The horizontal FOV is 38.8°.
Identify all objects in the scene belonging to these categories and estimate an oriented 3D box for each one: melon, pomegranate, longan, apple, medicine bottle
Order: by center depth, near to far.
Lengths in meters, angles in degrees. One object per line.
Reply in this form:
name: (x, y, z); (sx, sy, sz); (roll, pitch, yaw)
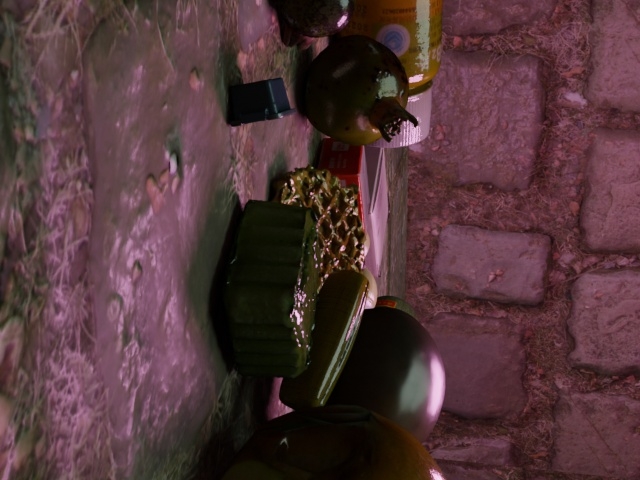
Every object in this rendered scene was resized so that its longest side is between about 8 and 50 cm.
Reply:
apple: (0.020, 0.402, 1.183); (0.384, 0.374, 0.374); (-64, 156, -78)
pomegranate: (-0.021, -0.366, 1.402); (0.125, 0.163, 0.138); (27, 42, -37)
longan: (0.078, 0.246, 1.484); (0.300, 0.243, 0.300); (18, 90, -77)
pomegranate: (0.065, -0.250, 1.608); (0.246, 0.198, 0.198); (-98, -178, -50)
medicine bottle: (0.141, -0.404, 1.901); (0.224, 0.224, 0.384); (-68, 160, -59)
melon: (0.164, 0.245, 2.354); (0.287, 0.182, 0.182); (-60, 152, -70)

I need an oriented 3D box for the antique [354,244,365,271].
antique: (0.014, 0.084, 1.669); (0.143, 0.121, 0.257); (76, 22, -58)

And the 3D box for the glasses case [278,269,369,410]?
glasses case: (0.009, 0.147, 1.359); (0.064, 0.079, 0.234); (53, 51, -45)

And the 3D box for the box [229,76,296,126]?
box: (-0.081, -0.187, 1.218); (0.099, 0.074, 0.054); (-46, 125, -74)

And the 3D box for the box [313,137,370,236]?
box: (0.043, -0.100, 1.824); (0.133, 0.099, 0.182); (-79, 166, -46)

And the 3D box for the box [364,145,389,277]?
box: (0.096, -0.066, 2.090); (0.251, 0.106, 0.203); (81, 17, -53)

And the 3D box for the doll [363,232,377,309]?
doll: (0.057, 0.073, 1.863); (0.117, 0.141, 0.296); (37, 44, -30)

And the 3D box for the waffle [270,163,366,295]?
waffle: (-0.002, 0.000, 1.510); (0.245, 0.052, 0.254); (-1, 85, -53)

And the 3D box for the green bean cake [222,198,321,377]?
green bean cake: (-0.062, 0.069, 1.269); (0.200, 0.113, 0.214); (84, 11, -51)
